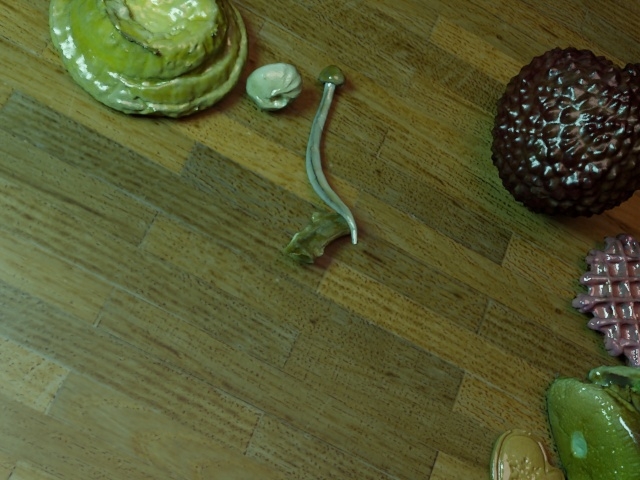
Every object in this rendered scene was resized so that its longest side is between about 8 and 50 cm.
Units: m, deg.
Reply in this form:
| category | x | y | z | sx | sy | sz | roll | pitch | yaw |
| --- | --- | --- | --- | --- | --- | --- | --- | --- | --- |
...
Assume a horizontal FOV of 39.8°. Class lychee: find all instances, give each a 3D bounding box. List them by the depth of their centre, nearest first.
| category | x | y | z | sx | sy | sz | roll | pitch | yaw |
| --- | --- | --- | --- | --- | --- | --- | --- | --- | --- |
| lychee | 0.394 | -0.172 | 1.349 | 0.264 | 0.264 | 0.300 | 43 | 81 | 0 |

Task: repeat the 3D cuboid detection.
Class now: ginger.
| category | x | y | z | sx | sy | sz | roll | pitch | yaw |
| --- | --- | --- | --- | --- | --- | --- | --- | --- | --- |
| ginger | -0.004 | -0.004 | 1.270 | 0.137 | 0.057 | 0.044 | -36 | 130 | -35 |

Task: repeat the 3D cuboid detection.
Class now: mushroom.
| category | x | y | z | sx | sy | sz | roll | pitch | yaw |
| --- | --- | --- | --- | --- | --- | --- | --- | --- | --- |
| mushroom | 0.014 | -0.128 | 1.313 | 0.043 | 0.068 | 0.306 | 22 | 56 | -41 |

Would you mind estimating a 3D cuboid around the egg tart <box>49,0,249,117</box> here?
| category | x | y | z | sx | sy | sz | roll | pitch | yaw |
| --- | --- | --- | --- | --- | --- | --- | --- | --- | --- |
| egg tart | -0.237 | -0.316 | 1.265 | 0.290 | 0.115 | 0.290 | 8 | 67 | -18 |

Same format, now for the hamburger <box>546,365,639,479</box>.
| category | x | y | z | sx | sy | sz | roll | pitch | yaw |
| --- | --- | --- | --- | --- | --- | --- | --- | --- | --- |
| hamburger | 0.458 | 0.303 | 1.247 | 0.168 | 0.192 | 0.288 | -6 | 73 | -31 |

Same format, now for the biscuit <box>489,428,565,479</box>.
| category | x | y | z | sx | sy | sz | roll | pitch | yaw |
| --- | --- | --- | --- | --- | --- | --- | --- | --- | --- |
| biscuit | 0.295 | 0.339 | 1.258 | 0.118 | 0.023 | 0.140 | 4 | 69 | -18 |

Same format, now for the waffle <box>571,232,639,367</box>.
| category | x | y | z | sx | sy | sz | roll | pitch | yaw |
| --- | --- | --- | --- | --- | --- | --- | --- | --- | --- |
| waffle | 0.509 | 0.100 | 1.405 | 0.234 | 0.055 | 0.221 | 44 | 62 | 1 |

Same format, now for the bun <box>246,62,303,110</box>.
| category | x | y | z | sx | sy | sz | roll | pitch | yaw |
| --- | --- | --- | --- | --- | --- | --- | --- | --- | --- |
| bun | -0.065 | -0.222 | 1.305 | 0.086 | 0.086 | 0.054 | -6 | 67 | -21 |
